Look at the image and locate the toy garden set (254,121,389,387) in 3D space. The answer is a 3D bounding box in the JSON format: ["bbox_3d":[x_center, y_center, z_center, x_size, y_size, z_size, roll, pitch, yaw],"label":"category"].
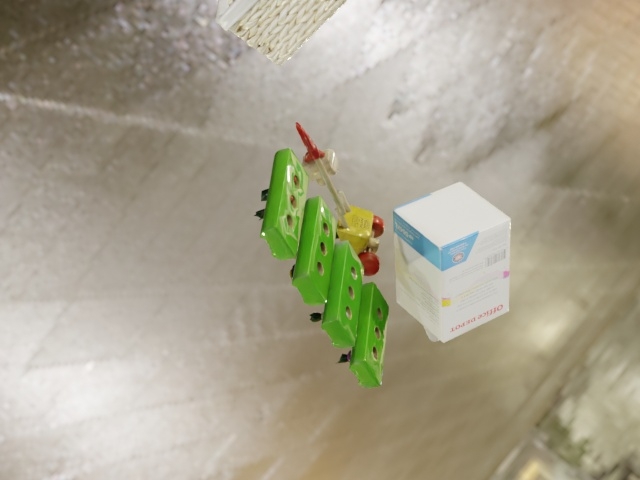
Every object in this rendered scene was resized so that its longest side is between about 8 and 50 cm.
[{"bbox_3d":[0.000,0.000,1.508,0.203,0.049,0.244,-82,150,-43],"label":"toy garden set"}]

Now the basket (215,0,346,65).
[{"bbox_3d":[-0.035,-0.311,1.832,0.167,0.103,0.113,-41,-157,24],"label":"basket"}]

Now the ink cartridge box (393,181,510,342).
[{"bbox_3d":[0.138,0.030,1.591,0.092,0.090,0.143,-22,130,-24],"label":"ink cartridge box"}]
